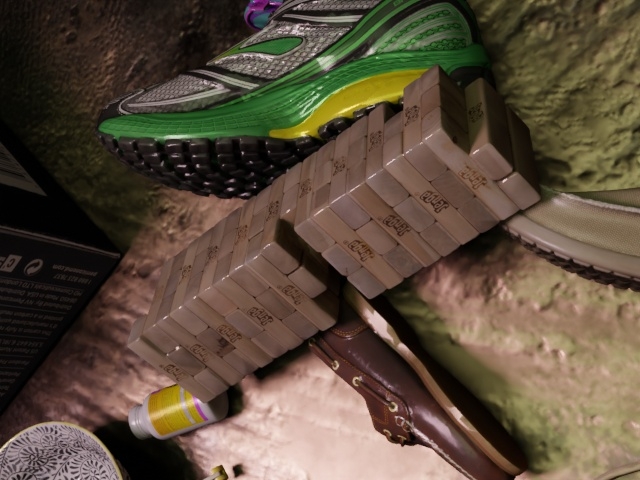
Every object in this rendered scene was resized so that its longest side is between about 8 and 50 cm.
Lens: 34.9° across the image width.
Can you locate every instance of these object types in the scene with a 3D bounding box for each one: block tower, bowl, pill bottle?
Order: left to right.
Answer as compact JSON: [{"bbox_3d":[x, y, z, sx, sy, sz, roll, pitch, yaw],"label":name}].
[{"bbox_3d":[-0.215,0.246,0.885,0.170,0.080,0.170,-7,73,24],"label":"bowl"},{"bbox_3d":[-0.124,0.147,0.882,0.083,0.043,0.043,-22,72,20],"label":"pill bottle"},{"bbox_3d":[0.000,0.000,0.775,0.335,0.091,0.097,-34,28,27],"label":"block tower"}]

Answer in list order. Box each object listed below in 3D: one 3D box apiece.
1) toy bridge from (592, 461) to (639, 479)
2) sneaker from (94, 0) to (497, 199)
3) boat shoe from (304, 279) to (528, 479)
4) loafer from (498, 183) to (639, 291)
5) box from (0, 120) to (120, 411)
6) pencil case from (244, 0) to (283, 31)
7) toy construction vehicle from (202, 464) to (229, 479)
[{"bbox_3d":[0.206,0.206,0.724,0.188,0.026,0.063,-50,62,10],"label":"toy bridge"},{"bbox_3d":[-0.028,-0.128,0.853,0.343,0.134,0.146,-11,69,14],"label":"sneaker"},{"bbox_3d":[0.068,0.120,0.783,0.073,0.073,0.207,-49,57,10],"label":"boat shoe"},{"bbox_3d":[0.255,-0.005,0.703,0.268,0.102,0.092,16,87,18],"label":"loafer"},{"bbox_3d":[-0.442,0.056,0.958,0.293,0.212,0.395,43,101,24],"label":"box"},{"bbox_3d":[-0.035,-0.263,0.898,0.064,0.070,0.152,-3,81,25],"label":"pencil case"},{"bbox_3d":[-0.105,0.247,0.860,0.098,0.035,0.086,-33,69,17],"label":"toy construction vehicle"}]
